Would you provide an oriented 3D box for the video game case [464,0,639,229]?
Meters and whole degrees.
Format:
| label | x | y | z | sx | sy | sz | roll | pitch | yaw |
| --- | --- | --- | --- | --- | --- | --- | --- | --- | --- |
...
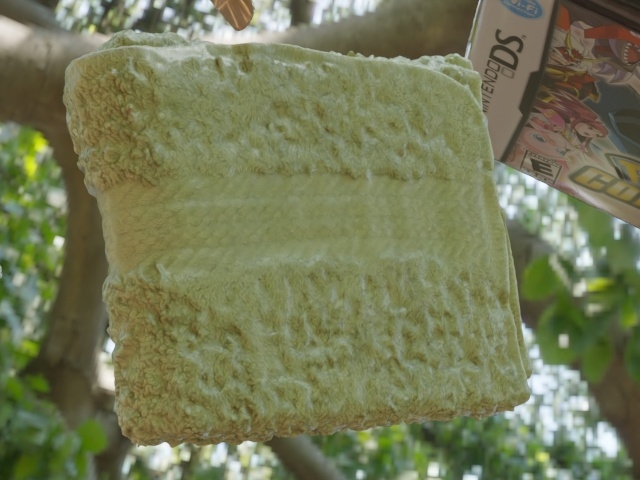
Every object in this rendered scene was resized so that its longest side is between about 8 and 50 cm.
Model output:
| label | x | y | z | sx | sy | sz | roll | pitch | yaw |
| --- | --- | --- | --- | --- | --- | --- | --- | --- | --- |
| video game case | 0.206 | -0.056 | 0.900 | 0.275 | 0.035 | 0.248 | 26 | -17 | 7 |

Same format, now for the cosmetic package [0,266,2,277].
| label | x | y | z | sx | sy | sz | roll | pitch | yaw |
| --- | --- | --- | --- | --- | --- | --- | --- | --- | --- |
| cosmetic package | -0.271 | -0.046 | 0.836 | 0.117 | 0.231 | 0.085 | -36 | -23 | 10 |

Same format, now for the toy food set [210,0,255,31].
| label | x | y | z | sx | sy | sz | roll | pitch | yaw |
| --- | --- | --- | --- | --- | --- | --- | --- | --- | --- |
| toy food set | -0.011 | -0.236 | 0.978 | 0.128 | 0.071 | 0.218 | 43 | -50 | -16 |

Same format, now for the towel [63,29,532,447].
| label | x | y | z | sx | sy | sz | roll | pitch | yaw |
| --- | --- | --- | --- | --- | --- | --- | --- | --- | --- |
| towel | 0.000 | 0.000 | 0.443 | 0.148 | 0.110 | 0.027 | -3 | -11 | -43 |
